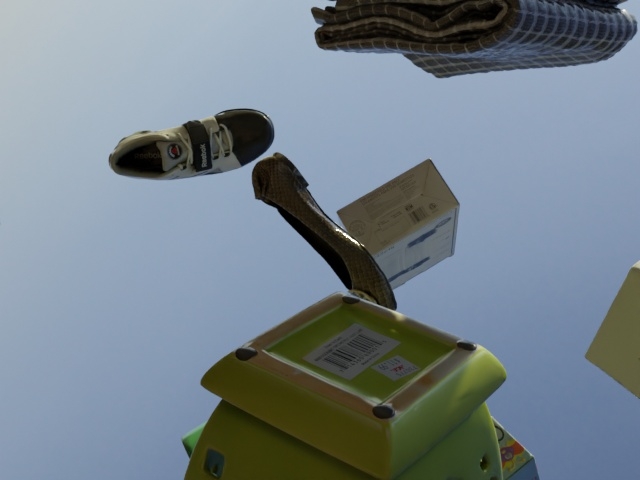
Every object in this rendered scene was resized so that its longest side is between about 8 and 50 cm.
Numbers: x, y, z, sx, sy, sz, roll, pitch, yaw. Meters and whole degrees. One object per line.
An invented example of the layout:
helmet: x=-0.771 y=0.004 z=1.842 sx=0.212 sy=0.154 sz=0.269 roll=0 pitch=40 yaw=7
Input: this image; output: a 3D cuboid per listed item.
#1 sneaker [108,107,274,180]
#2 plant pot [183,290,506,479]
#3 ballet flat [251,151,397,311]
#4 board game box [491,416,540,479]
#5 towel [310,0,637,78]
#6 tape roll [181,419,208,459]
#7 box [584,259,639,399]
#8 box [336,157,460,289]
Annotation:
sneaker: x=-0.251 y=-0.171 z=1.956 sx=0.330 sy=0.123 sz=0.146 roll=-13 pitch=-167 yaw=6
plant pot: x=0.025 y=0.181 z=0.889 sx=0.227 sy=0.228 sz=0.207 roll=21 pitch=-60 yaw=32
ballet flat: x=0.000 y=0.000 z=1.238 sx=0.058 sy=0.250 sz=0.084 roll=-38 pitch=178 yaw=-22
board game box: x=0.229 y=0.376 z=1.467 sx=0.144 sy=0.275 sz=0.142 roll=-36 pitch=-132 yaw=-12
towel: x=0.156 y=-0.239 z=1.062 sx=0.283 sy=0.235 sz=0.121 roll=6 pitch=-81 yaw=46
tape roll: x=-0.081 y=0.392 z=1.397 sx=0.077 sy=0.321 sz=0.321 roll=-30 pitch=-153 yaw=-10
box: x=0.545 y=0.091 z=1.308 sx=0.215 sy=0.345 sz=0.168 roll=40 pitch=-43 yaw=28
box: x=0.125 y=-0.008 z=1.597 sx=0.169 sy=0.290 sz=0.087 roll=-30 pitch=-107 yaw=-2
